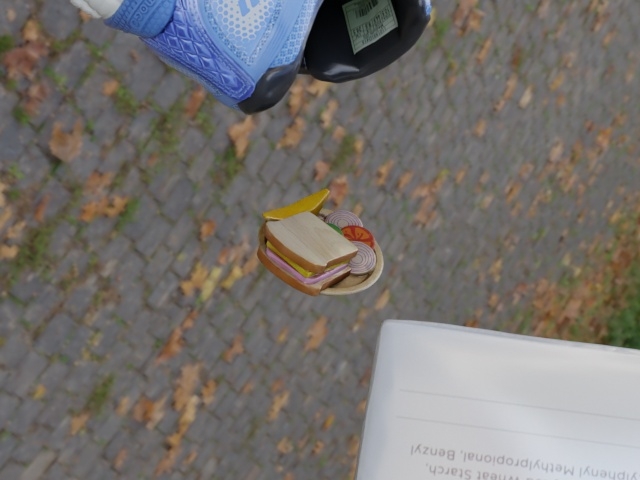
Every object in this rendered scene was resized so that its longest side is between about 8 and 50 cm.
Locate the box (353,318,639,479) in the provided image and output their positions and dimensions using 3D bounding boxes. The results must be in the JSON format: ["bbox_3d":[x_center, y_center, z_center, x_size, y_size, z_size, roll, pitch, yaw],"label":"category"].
[{"bbox_3d":[0.105,0.112,0.411,0.181,0.181,0.119,69,28,-75],"label":"box"}]

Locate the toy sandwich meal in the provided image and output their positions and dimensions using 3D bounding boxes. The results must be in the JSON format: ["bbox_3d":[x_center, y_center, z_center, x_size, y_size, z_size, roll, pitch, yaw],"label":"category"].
[{"bbox_3d":[0.000,0.000,0.631,0.085,0.085,0.029,-35,152,-45],"label":"toy sandwich meal"}]

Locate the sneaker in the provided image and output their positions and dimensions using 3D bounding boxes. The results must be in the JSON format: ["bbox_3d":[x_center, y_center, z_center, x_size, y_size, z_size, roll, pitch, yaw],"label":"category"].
[{"bbox_3d":[0.000,-0.165,0.633,0.129,0.147,0.330,-39,-172,43],"label":"sneaker"}]
